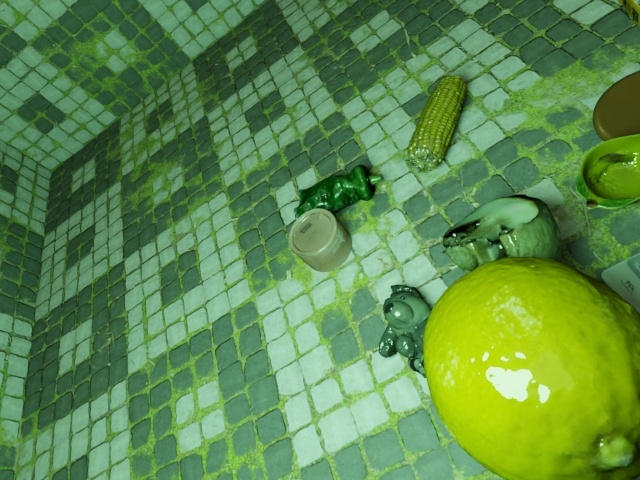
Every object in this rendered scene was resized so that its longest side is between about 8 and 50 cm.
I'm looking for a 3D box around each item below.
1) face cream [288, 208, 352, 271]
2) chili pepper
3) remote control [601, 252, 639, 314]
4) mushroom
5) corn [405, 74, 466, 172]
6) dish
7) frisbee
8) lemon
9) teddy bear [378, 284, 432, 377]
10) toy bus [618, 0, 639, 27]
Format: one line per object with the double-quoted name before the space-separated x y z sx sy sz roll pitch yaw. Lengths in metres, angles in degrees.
"face cream" 0.000 0.000 1.270 0.149 0.104 0.149 -16 55 24
"chili pepper" 0.055 -0.138 1.331 0.270 0.099 0.136 -22 27 27
"remote control" 0.668 0.044 0.858 0.250 0.034 0.103 -30 50 14
"mushroom" 0.394 0.016 0.972 0.189 0.164 0.267 -37 8 -23
"corn" 0.319 -0.321 1.264 0.115 0.115 0.318 9 67 36
"dish" 0.622 -0.126 0.964 0.208 0.080 0.149 -46 52 -2
"frisbee" 0.750 -0.294 1.028 0.250 0.021 0.251 -15 56 24
"lemon" 0.342 0.218 0.715 0.363 0.364 0.365 -16 54 24
"teddy bear" 0.199 0.200 0.997 0.251 0.144 0.171 30 95 44
"toy bus" 0.801 -0.610 1.157 0.074 0.069 0.162 -21 54 23
